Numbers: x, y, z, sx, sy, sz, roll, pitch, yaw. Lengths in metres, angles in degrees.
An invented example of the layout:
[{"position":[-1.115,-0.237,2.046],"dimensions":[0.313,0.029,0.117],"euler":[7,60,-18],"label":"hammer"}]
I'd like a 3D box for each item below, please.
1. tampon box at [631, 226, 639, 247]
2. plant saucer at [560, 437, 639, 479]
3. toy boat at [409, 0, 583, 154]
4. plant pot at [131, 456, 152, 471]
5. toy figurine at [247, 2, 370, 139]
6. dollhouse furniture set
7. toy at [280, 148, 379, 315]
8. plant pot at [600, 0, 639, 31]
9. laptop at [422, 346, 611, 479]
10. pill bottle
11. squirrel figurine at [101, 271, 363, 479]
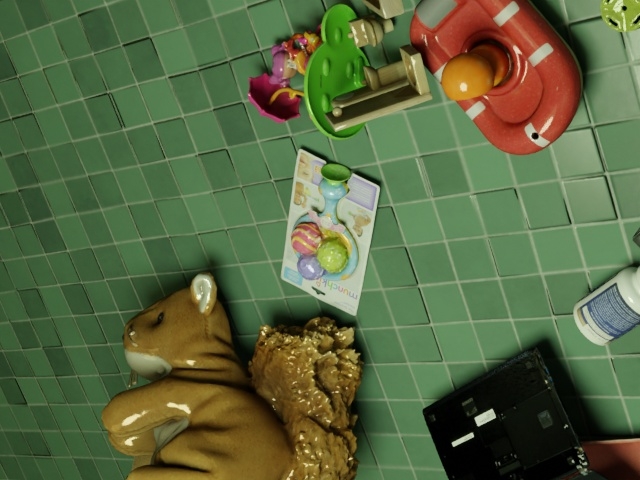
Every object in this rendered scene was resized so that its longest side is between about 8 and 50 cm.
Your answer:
[{"position":[0.452,0.007,1.206],"dimensions":[0.161,0.120,0.101],"euler":[48,131,3],"label":"tampon box"},{"position":[0.421,0.372,1.481],"dimensions":[0.258,0.048,0.259],"euler":[-13,108,38],"label":"plant saucer"},{"position":[0.190,-0.198,1.252],"dimensions":[0.231,0.151,0.151],"euler":[49,132,2],"label":"toy boat"},{"position":[-0.139,0.402,1.791],"dimensions":[0.254,0.237,0.237],"euler":[-15,106,23],"label":"plant pot"},{"position":[-0.029,-0.219,1.433],"dimensions":[0.159,0.130,0.173],"euler":[4,96,43],"label":"toy figurine"},{"position":[0.040,-0.238,1.313],"dimensions":[0.123,0.144,0.151],"euler":[-20,114,-4],"label":"dollhouse furniture set"},{"position":[0.000,0.000,1.558],"dimensions":[0.137,0.056,0.237],"euler":[27,127,22],"label":"toy"},{"position":[0.337,-0.259,1.164],"dimensions":[0.083,0.079,0.083],"euler":[16,122,27],"label":"plant pot"},{"position":[0.302,0.304,1.486],"dimensions":[0.234,0.136,0.264],"euler":[-39,64,41],"label":"laptop"},{"position":[0.375,0.074,1.333],"dimensions":[0.067,0.067,0.120],"euler":[48,132,3],"label":"pill bottle"},{"position":[-0.129,0.238,1.637],"dimensions":[0.397,0.370,0.281],"euler":[-9,145,-2],"label":"squirrel figurine"}]
